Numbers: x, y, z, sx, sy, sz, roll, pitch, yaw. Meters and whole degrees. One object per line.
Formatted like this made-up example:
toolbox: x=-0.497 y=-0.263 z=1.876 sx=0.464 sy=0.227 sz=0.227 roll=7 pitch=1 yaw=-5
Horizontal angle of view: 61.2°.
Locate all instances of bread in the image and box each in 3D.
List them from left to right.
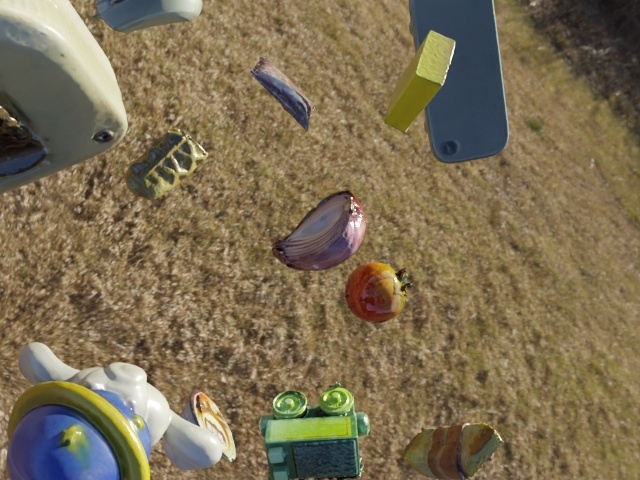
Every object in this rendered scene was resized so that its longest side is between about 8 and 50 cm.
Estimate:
bread: x=-0.511 y=-0.242 z=1.761 sx=0.152 sy=0.130 sz=0.268 roll=39 pitch=75 yaw=17

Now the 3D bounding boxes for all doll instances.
doll: x=-0.296 y=0.210 z=0.681 sx=0.311 sy=0.160 sz=0.242 roll=28 pitch=26 yaw=16

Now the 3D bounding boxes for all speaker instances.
speaker: x=0.315 y=-0.401 z=1.266 sx=0.184 sy=0.183 sz=0.406 roll=-70 pitch=149 yaw=-67

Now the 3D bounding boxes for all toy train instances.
toy train: x=-0.016 y=0.471 z=1.315 sx=0.271 sy=0.188 sz=0.159 roll=-4 pitch=117 yaw=3

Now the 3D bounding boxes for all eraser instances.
eraser: x=0.148 y=-0.237 z=0.821 sx=0.045 sy=0.122 sz=0.097 roll=23 pitch=62 yaw=-7

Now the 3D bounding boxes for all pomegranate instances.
pomegranate: x=0.194 y=0.169 z=1.818 sx=0.235 sy=0.210 sz=0.210 roll=-27 pitch=95 yaw=4

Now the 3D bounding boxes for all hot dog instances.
hot dog: x=0.301 y=0.468 z=1.192 sx=0.093 sy=0.261 sz=0.123 roll=46 pitch=53 yaw=-12

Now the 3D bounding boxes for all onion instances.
onion: x=0.000 y=0.000 z=1.410 sx=0.120 sy=0.283 sz=0.227 roll=49 pitch=34 yaw=-28

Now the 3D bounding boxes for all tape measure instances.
tape measure: x=-0.338 y=-0.128 z=0.477 sx=0.271 sy=0.231 sz=0.133 roll=-21 pitch=66 yaw=0

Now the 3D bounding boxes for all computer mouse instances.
computer mouse: x=-0.281 y=-0.392 z=0.875 sx=0.181 sy=0.056 sz=0.089 roll=-22 pitch=79 yaw=-18

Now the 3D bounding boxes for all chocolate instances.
chocolate: x=-0.328 y=0.501 z=1.392 sx=0.147 sy=0.221 sz=0.221 roll=-27 pitch=95 yaw=0

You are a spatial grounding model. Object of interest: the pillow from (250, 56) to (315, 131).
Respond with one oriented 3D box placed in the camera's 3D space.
pillow: x=-0.080 y=-0.345 z=1.251 sx=0.185 sy=0.043 sz=0.118 roll=43 pitch=34 yaw=-19
